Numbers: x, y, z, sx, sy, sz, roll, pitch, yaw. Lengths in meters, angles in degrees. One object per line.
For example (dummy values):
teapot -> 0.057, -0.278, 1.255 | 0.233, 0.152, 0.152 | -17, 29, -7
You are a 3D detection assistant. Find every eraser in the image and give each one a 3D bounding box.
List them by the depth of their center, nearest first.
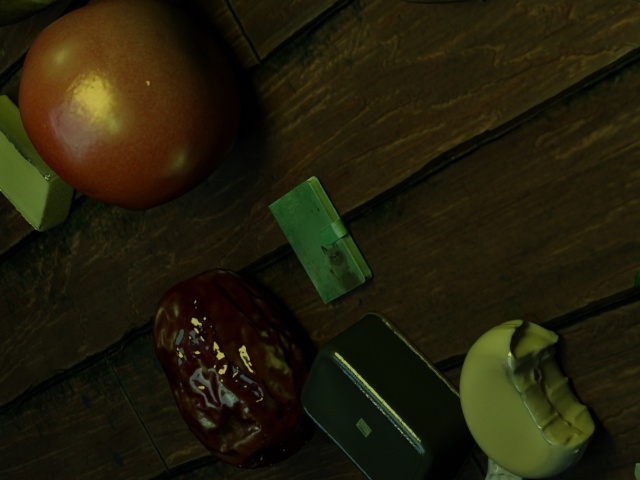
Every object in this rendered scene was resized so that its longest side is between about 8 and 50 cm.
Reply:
eraser -> -0.413, -0.109, 2.371 | 0.172, 0.058, 0.117 | 44, 140, 23

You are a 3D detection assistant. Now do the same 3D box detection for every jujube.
jujube -> -0.099, 0.157, 2.080 | 0.243, 0.183, 0.183 | 63, 145, 15

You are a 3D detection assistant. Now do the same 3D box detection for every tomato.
tomato -> -0.214, -0.157, 1.933 | 0.224, 0.256, 0.256 | -36, 84, 23

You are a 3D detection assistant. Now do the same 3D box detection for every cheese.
cheese -> 0.197, 0.195, 1.822 | 0.163, 0.071, 0.249 | 51, 144, 13

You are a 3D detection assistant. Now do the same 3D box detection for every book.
book -> 0.000, 0.000, 1.975 | 0.135, 0.017, 0.103 | 60, 145, 1

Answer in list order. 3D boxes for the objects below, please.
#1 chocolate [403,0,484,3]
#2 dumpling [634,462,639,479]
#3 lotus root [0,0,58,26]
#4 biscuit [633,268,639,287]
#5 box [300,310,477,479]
chocolate -> 0.072, -0.336, 1.609 | 0.161, 0.083, 0.261 | 7, 119, 50
dumpling -> 0.384, 0.292, 1.628 | 0.219, 0.108, 0.152 | 34, 136, 36
lotus root -> -0.472, -0.366, 2.113 | 0.260, 0.149, 0.267 | -9, 133, 50
biscuit -> 0.335, 0.045, 1.599 | 0.089, 0.016, 0.046 | 35, 138, 32
box -> 0.076, 0.198, 1.956 | 0.201, 0.090, 0.144 | 46, 142, 20
